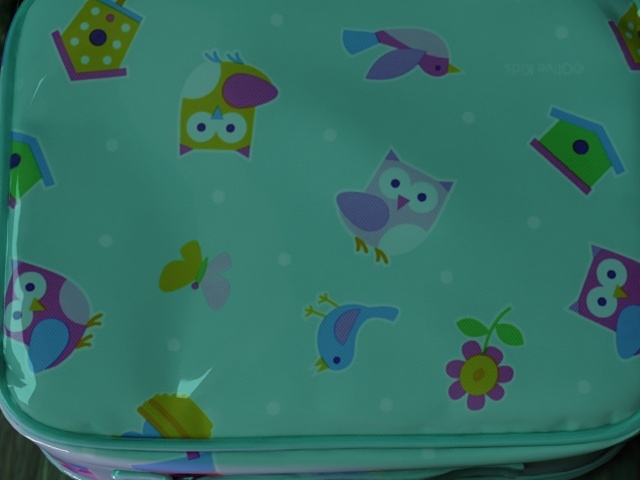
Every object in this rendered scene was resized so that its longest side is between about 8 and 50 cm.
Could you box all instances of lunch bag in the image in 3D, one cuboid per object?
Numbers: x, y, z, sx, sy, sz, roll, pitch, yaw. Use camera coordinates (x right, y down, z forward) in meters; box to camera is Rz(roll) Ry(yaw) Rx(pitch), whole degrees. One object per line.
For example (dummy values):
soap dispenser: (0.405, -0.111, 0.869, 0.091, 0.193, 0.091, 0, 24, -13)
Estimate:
lunch bag: (0.000, 0.000, 0.624, 0.279, 0.108, 0.224, -1, 77, 0)
